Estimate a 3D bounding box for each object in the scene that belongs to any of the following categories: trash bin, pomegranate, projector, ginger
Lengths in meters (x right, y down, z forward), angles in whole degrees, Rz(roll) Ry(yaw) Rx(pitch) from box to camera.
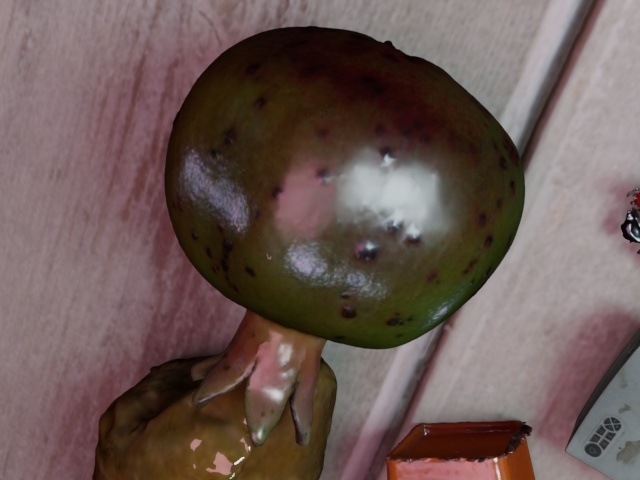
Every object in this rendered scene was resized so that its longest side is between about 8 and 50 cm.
[{"bbox_3d":[0.136,0.296,0.840,0.161,0.184,0.238,-7,96,23],"label":"trash bin"},{"bbox_3d":[0.018,-0.009,0.761,0.291,0.291,0.323,12,113,18],"label":"pomegranate"},{"bbox_3d":[0.295,0.148,0.783,0.115,0.061,0.147,31,128,13],"label":"projector"},{"bbox_3d":[-0.093,0.220,0.891,0.270,0.200,0.222,-16,96,24],"label":"ginger"}]

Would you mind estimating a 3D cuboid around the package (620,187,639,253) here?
[{"bbox_3d":[0.376,0.036,0.735,0.194,0.071,0.269,-33,94,40],"label":"package"}]
